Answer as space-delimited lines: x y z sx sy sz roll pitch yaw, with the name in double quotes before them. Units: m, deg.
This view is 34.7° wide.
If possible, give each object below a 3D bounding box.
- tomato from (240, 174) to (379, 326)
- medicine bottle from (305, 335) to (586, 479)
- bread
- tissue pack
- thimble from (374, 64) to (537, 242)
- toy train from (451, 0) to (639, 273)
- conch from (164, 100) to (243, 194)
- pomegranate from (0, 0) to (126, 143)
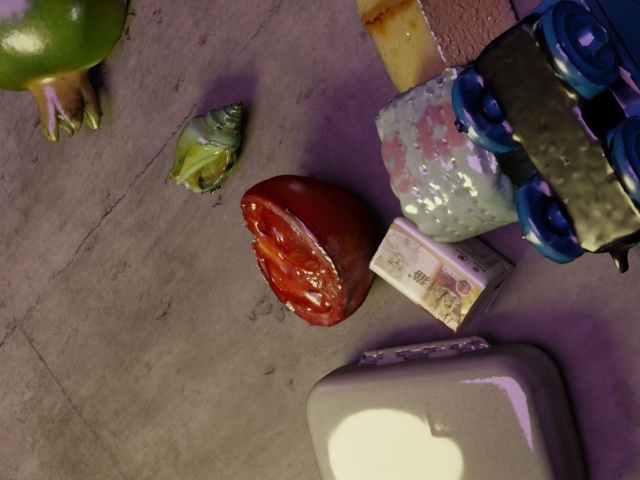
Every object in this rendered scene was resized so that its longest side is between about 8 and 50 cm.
"tomato" 0.000 0.000 1.432 0.200 0.139 0.233 38 153 27
"medicine bottle" 0.162 0.280 1.403 0.375 0.123 0.282 -12 96 33
"bread" 0.133 -0.325 1.335 0.240 0.135 0.178 68 158 0
"tissue pack" 0.160 0.037 1.356 0.148 0.106 0.099 39 120 19
"thimble" 0.172 -0.112 1.260 0.149 0.185 0.211 -22 114 35
"toy train" 0.310 -0.126 1.129 0.188 0.265 0.300 -35 83 45
"conch" -0.170 -0.136 1.545 0.095 0.079 0.201 34 135 7
"pomegranate" -0.462 -0.326 1.599 0.310 0.216 0.358 -13 95 30
